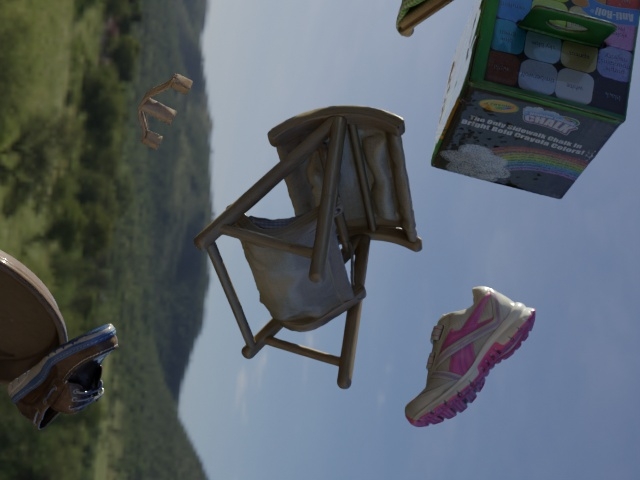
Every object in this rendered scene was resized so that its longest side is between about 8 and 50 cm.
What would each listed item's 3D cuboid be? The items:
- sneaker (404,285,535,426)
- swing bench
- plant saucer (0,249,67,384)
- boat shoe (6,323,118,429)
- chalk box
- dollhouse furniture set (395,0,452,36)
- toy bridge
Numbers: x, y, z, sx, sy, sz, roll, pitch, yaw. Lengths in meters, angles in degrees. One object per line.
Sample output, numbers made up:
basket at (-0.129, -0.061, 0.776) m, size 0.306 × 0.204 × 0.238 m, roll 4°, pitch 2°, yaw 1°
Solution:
sneaker at (0.207, 0.172, 1.678) m, size 0.252 × 0.111 × 0.103 m, roll -45°, pitch 157°, yaw -12°
swing bench at (0.000, 0.000, 1.375) m, size 0.255 × 0.165 × 0.253 m, roll -61°, pitch 154°, yaw -30°
plant saucer at (-0.449, 0.085, 1.421) m, size 0.278 × 0.277 × 0.041 m, roll 106°, pitch 2°, yaw -47°
boat shoe at (-0.258, 0.145, 1.166) m, size 0.183 × 0.066 × 0.066 m, roll -35°, pitch -96°, yaw 43°
chalk box at (0.252, -0.198, 1.283) m, size 0.289 × 0.180 × 0.179 m, roll 108°, pitch -4°, yaw -68°
dollhouse furniture set at (0.160, -0.413, 1.333) m, size 0.301 × 0.151 × 0.198 m, roll -28°, pitch -143°, yaw 47°
toy bridge at (-0.284, -0.227, 1.947) m, size 0.188 × 0.063 × 0.026 m, roll -49°, pitch -161°, yaw 49°
